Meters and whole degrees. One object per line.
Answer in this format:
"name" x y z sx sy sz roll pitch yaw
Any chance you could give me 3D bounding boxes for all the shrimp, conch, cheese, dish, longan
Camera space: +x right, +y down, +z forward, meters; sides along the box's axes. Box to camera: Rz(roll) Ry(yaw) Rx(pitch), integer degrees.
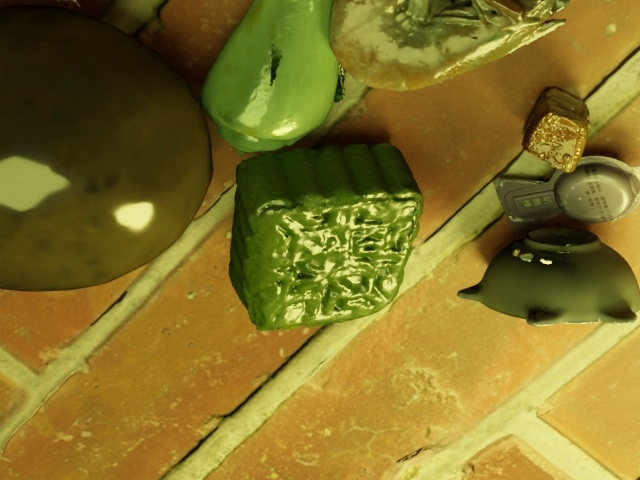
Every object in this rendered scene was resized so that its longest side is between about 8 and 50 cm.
"shrimp" 0.160 -0.276 1.922 0.317 0.077 0.168 -21 116 9
"conch" -0.043 -0.210 1.993 0.143 0.137 0.250 39 103 13
"cheese" 0.317 -0.059 2.072 0.191 0.042 0.105 -10 126 22
"dish" 0.291 0.036 2.049 0.236 0.228 0.086 9 106 31
"longan" -0.330 -0.107 1.956 0.404 0.404 0.336 1 86 7

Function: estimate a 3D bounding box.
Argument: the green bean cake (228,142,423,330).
"green bean cake" 0.000 0.000 2.074 0.222 0.125 0.248 -6 138 -17

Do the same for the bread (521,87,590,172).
"bread" 0.289 -0.133 2.004 0.076 0.083 0.070 26 120 -5

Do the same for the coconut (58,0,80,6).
"coconut" -0.259 -0.352 1.891 0.183 0.171 0.171 -8 134 -39
